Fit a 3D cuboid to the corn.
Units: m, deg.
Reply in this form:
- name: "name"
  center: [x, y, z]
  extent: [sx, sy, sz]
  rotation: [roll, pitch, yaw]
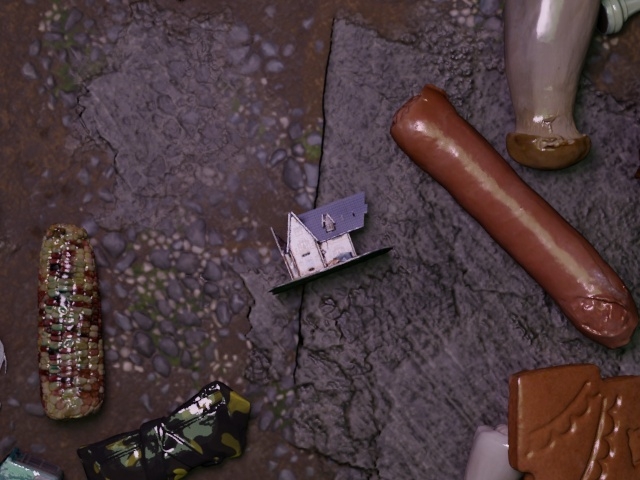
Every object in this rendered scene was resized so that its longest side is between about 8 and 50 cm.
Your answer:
- name: "corn"
  center: [-0.322, 0.105, 1.500]
  extent: [0.086, 0.086, 0.253]
  rotation: [-4, 86, 0]

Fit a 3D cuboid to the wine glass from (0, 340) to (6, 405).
- name: "wine glass"
  center: [-0.513, 0.169, 1.463]
  extent: [0.196, 0.165, 0.165]
  rotation: [11, 88, 4]

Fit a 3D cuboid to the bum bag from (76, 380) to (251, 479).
- name: "bum bag"
  center: [-0.193, 0.265, 1.506]
  extent: [0.232, 0.060, 0.107]
  rotation: [-25, 97, 1]

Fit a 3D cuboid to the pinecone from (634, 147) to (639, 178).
- name: "pinecone"
  center: [0.511, -0.119, 1.427]
  extent: [0.264, 0.264, 0.264]
  rotation: [0, 88, 0]

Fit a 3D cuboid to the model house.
- name: "model house"
  center: [0.000, 0.000, 1.491]
  extent: [0.167, 0.117, 0.088]
  rotation: [-20, 84, 2]

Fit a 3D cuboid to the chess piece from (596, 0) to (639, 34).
- name: "chess piece"
  center: [0.432, -0.318, 1.535]
  extent: [0.149, 0.059, 0.059]
  rotation: [-20, 88, -8]

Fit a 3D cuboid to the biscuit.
- name: "biscuit"
  center: [0.335, 0.267, 1.454]
  extent: [0.306, 0.043, 0.284]
  rotation: [44, 78, -22]

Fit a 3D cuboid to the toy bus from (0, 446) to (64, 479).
- name: "toy bus"
  center: [-0.418, 0.399, 1.489]
  extent: [0.109, 0.091, 0.262]
  rotation: [21, 90, -6]

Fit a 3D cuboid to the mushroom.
- name: "mushroom"
  center: [0.296, -0.264, 1.492]
  extent: [0.128, 0.128, 0.350]
  rotation: [2, 92, 0]

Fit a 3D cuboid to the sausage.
- name: "sausage"
  center: [0.254, -0.027, 1.500]
  extent: [0.419, 0.094, 0.094]
  rotation: [46, 67, 3]

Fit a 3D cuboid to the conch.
- name: "conch"
  center: [0.231, 0.303, 1.490]
  extent: [0.104, 0.094, 0.176]
  rotation: [19, 91, -25]
